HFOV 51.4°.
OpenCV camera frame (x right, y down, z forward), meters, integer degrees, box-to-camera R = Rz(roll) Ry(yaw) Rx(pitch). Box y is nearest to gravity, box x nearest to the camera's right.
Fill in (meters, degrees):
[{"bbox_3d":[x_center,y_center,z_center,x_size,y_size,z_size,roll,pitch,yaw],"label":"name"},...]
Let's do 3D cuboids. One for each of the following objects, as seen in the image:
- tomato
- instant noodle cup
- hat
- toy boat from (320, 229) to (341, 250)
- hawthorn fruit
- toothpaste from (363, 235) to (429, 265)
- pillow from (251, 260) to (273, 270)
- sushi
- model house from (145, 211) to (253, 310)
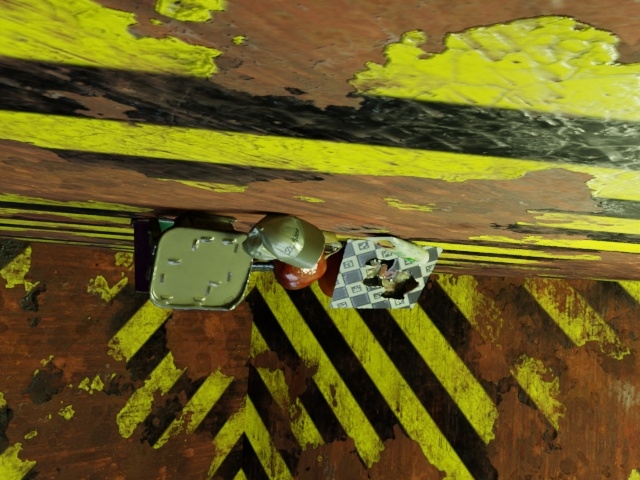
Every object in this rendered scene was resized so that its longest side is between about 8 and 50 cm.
[{"bbox_3d":[0.117,0.114,2.184,0.260,0.179,0.260,6,177,0],"label":"tomato"},{"bbox_3d":[-0.383,0.050,1.759,0.251,0.190,0.251,4,175,0],"label":"instant noodle cup"},{"bbox_3d":[-0.078,0.007,1.382,0.166,0.122,0.081,27,-171,4],"label":"hat"},{"bbox_3d":[0.000,0.000,1.679,0.047,0.048,0.149,-1,174,39],"label":"toy boat"},{"bbox_3d":[-0.037,0.057,1.901,0.204,0.162,0.162,-7,177,-9],"label":"hawthorn fruit"},{"bbox_3d":[0.217,0.019,1.767,0.058,0.056,0.314,-45,152,15],"label":"toothpaste"},{"bbox_3d":[-0.193,0.085,2.088,0.189,0.034,0.255,2,175,4],"label":"pillow"},{"bbox_3d":[0.180,0.090,1.982,0.293,0.059,0.293,3,134,-15],"label":"sushi"},{"bbox_3d":[-0.297,0.007,1.547,0.219,0.204,0.278,8,-156,-25],"label":"model house"}]
